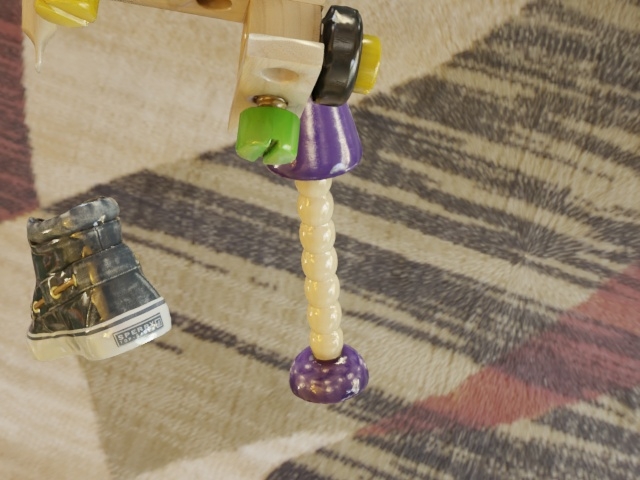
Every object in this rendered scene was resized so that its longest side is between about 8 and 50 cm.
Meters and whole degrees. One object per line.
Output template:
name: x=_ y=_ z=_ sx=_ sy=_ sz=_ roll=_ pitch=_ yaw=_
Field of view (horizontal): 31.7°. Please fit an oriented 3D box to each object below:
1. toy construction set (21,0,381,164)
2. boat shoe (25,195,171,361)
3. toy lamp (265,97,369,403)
toy construction set: x=-0.098 y=-0.157 z=0.673 sx=0.309 sy=0.257 sz=0.237 roll=-13 pitch=75 yaw=53
boat shoe: x=-0.141 y=0.021 z=0.660 sx=0.065 sy=0.183 sz=0.083 roll=-22 pitch=95 yaw=-27
toy lamp: x=0.000 y=0.000 z=0.907 sx=0.080 sy=0.080 sz=0.274 roll=1 pitch=121 yaw=10
